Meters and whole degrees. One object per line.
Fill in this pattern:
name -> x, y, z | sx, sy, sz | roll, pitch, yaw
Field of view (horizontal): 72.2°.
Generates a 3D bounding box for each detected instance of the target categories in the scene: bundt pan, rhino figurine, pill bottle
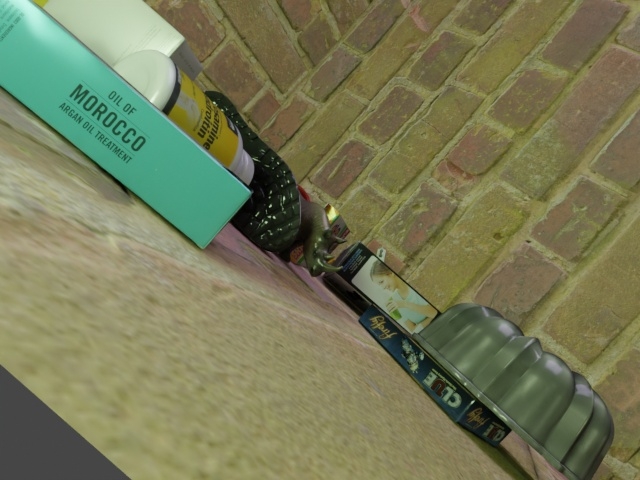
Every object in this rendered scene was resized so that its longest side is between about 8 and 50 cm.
bundt pan -> 0.314, 0.223, 0.713 | 0.331, 0.124, 0.331 | 42, -1, 1
rhino figurine -> -0.042, -0.023, 0.719 | 0.243, 0.106, 0.073 | 41, 1, 39
pill bottle -> -0.155, -0.119, 0.508 | 0.103, 0.103, 0.184 | 42, 0, 31

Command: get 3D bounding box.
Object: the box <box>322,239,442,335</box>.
box -> 0.147, 0.134, 0.958 | 0.290, 0.087, 0.169 | 42, -11, -2

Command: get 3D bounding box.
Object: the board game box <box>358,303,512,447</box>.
board game box -> 0.182, 0.217, 0.725 | 0.165, 0.042, 0.243 | 41, 0, -39

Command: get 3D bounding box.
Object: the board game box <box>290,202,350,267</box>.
board game box -> 0.000, 0.000, 0.896 | 0.039, 0.124, 0.259 | 42, 1, 14

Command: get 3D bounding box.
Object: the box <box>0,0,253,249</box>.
box -> -0.167, -0.098, 0.358 | 0.244, 0.060, 0.100 | 41, 0, -11

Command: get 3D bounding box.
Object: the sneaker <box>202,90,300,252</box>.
sneaker -> -0.111, -0.098, 0.692 | 0.283, 0.107, 0.124 | 59, -8, 18

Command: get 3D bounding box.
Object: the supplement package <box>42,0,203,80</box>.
supplement package -> -0.284, -0.297, 0.652 | 0.179, 0.105, 0.105 | 41, 0, 0

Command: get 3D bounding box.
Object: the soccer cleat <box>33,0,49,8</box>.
soccer cleat -> -0.535, -0.423, 0.655 | 0.289, 0.093, 0.121 | 50, 23, -63

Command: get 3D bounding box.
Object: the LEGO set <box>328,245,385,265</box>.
LEGO set -> 0.053, 0.059, 1.339 | 0.287, 0.132, 0.107 | 18, -25, 17

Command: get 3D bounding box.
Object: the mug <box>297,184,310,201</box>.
mug -> -0.078, -0.077, 0.889 | 0.169, 0.150, 0.113 | 46, -23, 28
